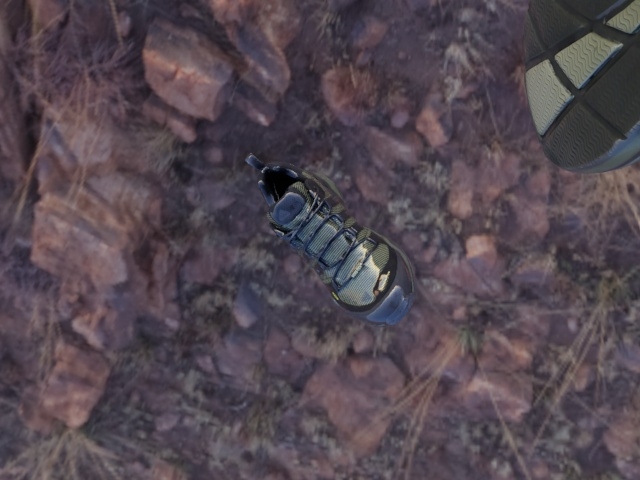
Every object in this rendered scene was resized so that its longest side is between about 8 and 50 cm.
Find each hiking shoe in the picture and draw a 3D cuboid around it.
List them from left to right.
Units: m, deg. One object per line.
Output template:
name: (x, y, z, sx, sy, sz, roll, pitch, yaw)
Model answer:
hiking shoe: (0.000, 0.000, 0.913, 0.114, 0.227, 0.086, 22, 109, -45)

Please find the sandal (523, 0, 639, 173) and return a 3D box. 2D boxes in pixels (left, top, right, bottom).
sandal: (0.183, -0.119, 0.377, 0.086, 0.120, 0.303, 8, 151, -25)
